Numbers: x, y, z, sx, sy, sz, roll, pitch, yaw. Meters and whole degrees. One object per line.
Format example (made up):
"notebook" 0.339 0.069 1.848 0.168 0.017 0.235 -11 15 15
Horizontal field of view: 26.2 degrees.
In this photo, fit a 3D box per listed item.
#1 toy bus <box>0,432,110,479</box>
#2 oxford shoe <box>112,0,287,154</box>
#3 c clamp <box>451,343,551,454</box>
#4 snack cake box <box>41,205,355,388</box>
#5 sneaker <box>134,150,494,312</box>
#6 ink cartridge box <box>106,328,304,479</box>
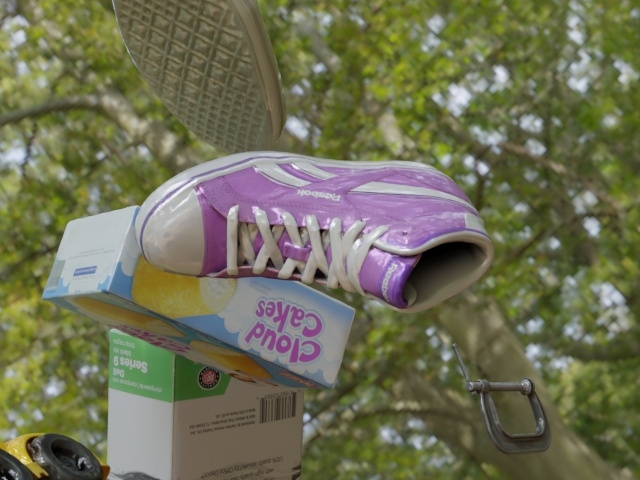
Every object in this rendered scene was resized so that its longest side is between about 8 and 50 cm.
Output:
"toy bus" -0.307 0.185 1.080 0.149 0.211 0.220 -55 -19 15
"oxford shoe" -0.136 -0.281 1.323 0.130 0.169 0.449 -55 -51 -42
"c clamp" 0.229 0.196 1.681 0.022 0.137 0.161 -30 -29 34
"snack cake box" -0.118 0.062 1.352 0.264 0.152 0.089 26 -110 -29
"sneaker" 0.000 -0.001 1.094 0.282 0.161 0.102 -7 -62 -13
"ink cartridge box" -0.130 0.240 1.565 0.211 0.122 0.289 -2 -84 -48
